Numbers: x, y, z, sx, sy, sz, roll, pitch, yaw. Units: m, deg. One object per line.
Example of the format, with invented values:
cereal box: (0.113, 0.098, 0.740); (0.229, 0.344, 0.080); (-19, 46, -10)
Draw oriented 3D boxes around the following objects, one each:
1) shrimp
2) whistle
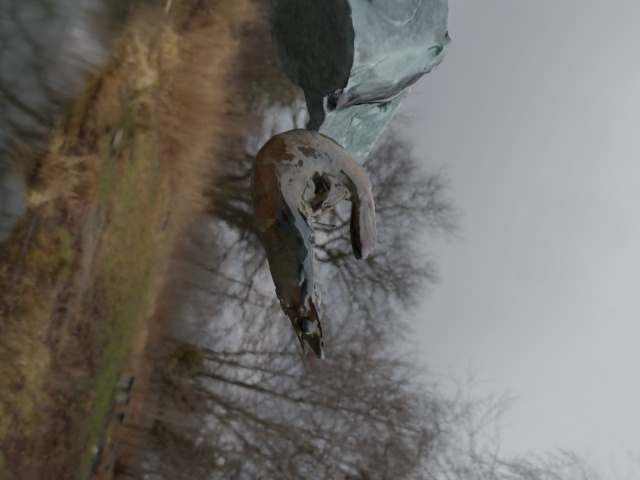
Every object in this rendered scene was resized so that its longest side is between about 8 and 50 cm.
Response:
shrimp: (0.001, -0.001, 0.908); (0.052, 0.144, 0.251); (162, -76, -66)
whistle: (0.049, -0.232, 1.150); (0.188, 0.168, 0.404); (34, -45, 42)
